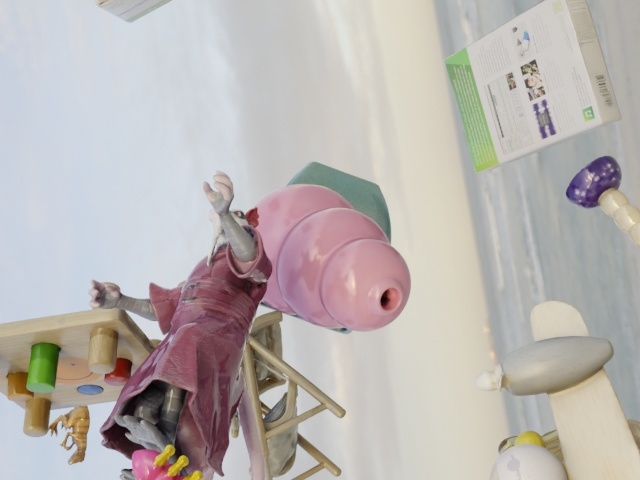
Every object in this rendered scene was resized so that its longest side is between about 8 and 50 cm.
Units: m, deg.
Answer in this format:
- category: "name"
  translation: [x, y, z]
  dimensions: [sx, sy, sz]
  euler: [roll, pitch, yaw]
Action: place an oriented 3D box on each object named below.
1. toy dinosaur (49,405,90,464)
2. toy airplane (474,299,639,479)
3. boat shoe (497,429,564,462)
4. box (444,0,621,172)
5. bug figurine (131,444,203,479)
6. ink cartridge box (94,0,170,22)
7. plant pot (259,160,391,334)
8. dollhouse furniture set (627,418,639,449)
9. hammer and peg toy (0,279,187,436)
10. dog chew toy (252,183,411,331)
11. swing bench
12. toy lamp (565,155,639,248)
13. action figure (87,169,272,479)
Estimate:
- category: "toy dinosaur"
  translation: [-0.489, 0.353, 1.745]
  dimensions: [0.064, 0.112, 0.211]
  euler: [35, -136, -51]
- category: "toy airplane"
  translation: [0.312, 0.294, 0.992]
  dimensions: [0.272, 0.386, 0.384]
  euler: [27, -90, -39]
- category: "boat shoe"
  translation: [0.430, 0.402, 1.609]
  dimensions: [0.072, 0.190, 0.068]
  euler: [-114, 20, -57]
- category: "box"
  translation: [0.362, -0.271, 1.524]
  dimensions: [0.322, 0.058, 0.232]
  euler: [-20, 84, 58]
- category: "bug figurine"
  translation: [-0.146, 0.314, 0.809]
  dimensions: [0.216, 0.279, 0.072]
  euler: [49, -177, -1]
- category: "ink cartridge box"
  translation: [-0.325, -0.467, 1.353]
  dimensions: [0.201, 0.117, 0.278]
  euler: [62, -179, -10]
- category: "plant pot"
  translation: [0.000, 0.000, 1.644]
  dimensions: [0.247, 0.248, 0.252]
  euler: [127, 160, -66]
- category: "dollhouse furniture set"
  translation: [0.409, 0.447, 1.357]
  dimensions: [0.394, 0.256, 0.362]
  euler: [-67, -24, -1]
- category: "hammer and peg toy"
  translation: [-0.301, 0.173, 1.224]
  dimensions: [0.266, 0.361, 0.127]
  euler: [71, -168, -57]
- category: "dog chew toy"
  translation: [0.012, 0.036, 1.271]
  dimensions: [0.332, 0.206, 0.206]
  euler: [29, 139, 57]
- category: "swing bench"
  translation: [-0.087, 0.313, 1.588]
  dimensions: [0.255, 0.165, 0.253]
  euler: [54, 158, 34]
- category: "toy lamp"
  translation: [0.370, 0.026, 0.911]
  dimensions: [0.275, 0.080, 0.080]
  euler: [54, 174, 34]
- category: "action figure"
  translation: [-0.117, 0.100, 1.017]
  dimensions: [0.276, 0.248, 0.370]
  euler: [40, -134, -22]
